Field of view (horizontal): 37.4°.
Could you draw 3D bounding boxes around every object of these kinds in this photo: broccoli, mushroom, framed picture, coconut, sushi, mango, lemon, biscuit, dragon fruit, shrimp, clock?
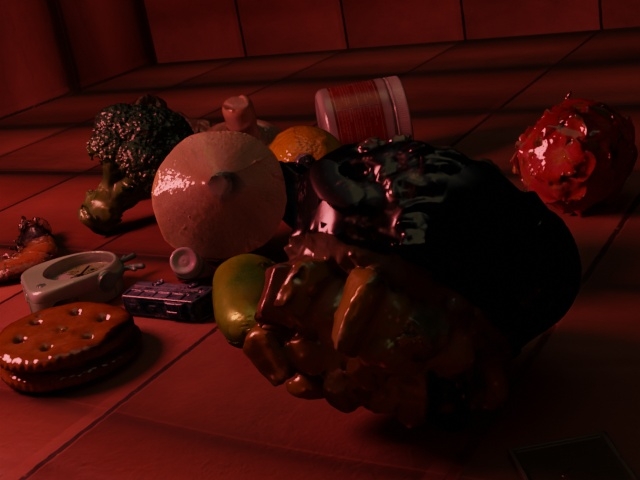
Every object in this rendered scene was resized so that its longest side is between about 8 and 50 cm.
[{"bbox_3d":[-0.390,-0.156,2.000,0.297,0.297,0.297,-44,16,12],"label":"broccoli"},{"bbox_3d":[-0.177,-0.228,2.163,0.206,0.209,0.206,-12,12,3],"label":"mushroom"},{"bbox_3d":[0.262,0.243,0.958,0.109,0.011,0.149,-11,20,-1],"label":"framed picture"},{"bbox_3d":[-0.178,-0.077,1.664,0.239,0.239,0.244,-13,-1,-7],"label":"coconut"},{"bbox_3d":[0.102,0.074,1.085,0.328,0.328,0.285,11,65,34],"label":"sushi"},{"bbox_3d":[-0.097,0.092,1.398,0.125,0.111,0.233,-17,22,-6],"label":"mango"},{"bbox_3d":[-0.029,-0.146,1.908,0.180,0.180,0.193,-10,-1,1],"label":"lemon"},{"bbox_3d":[-0.381,0.155,1.428,0.220,0.066,0.220,-8,20,3],"label":"biscuit"},{"bbox_3d":[0.459,-0.155,1.675,0.205,0.210,0.268,-30,9,38],"label":"dragon fruit"},{"bbox_3d":[-0.644,0.023,1.928,0.222,0.054,0.290,-14,24,-9],"label":"shrimp"},{"bbox_3d":[-0.416,0.071,1.673,0.211,0.066,0.159,-16,21,-17],"label":"clock"}]

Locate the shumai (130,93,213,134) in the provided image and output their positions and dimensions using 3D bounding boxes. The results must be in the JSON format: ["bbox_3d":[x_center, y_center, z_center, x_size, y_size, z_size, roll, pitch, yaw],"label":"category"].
[{"bbox_3d":[-0.364,-0.202,2.323,0.283,0.217,0.346,19,31,-12],"label":"shumai"}]

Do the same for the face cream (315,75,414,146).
[{"bbox_3d":[0.095,-0.250,2.090,0.187,0.201,0.201,-11,20,-3],"label":"face cream"}]

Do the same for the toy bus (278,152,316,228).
[{"bbox_3d":[0.047,-0.087,1.731,0.234,0.133,0.116,-4,17,-20],"label":"toy bus"}]

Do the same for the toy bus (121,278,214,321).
[{"bbox_3d":[-0.245,0.099,1.543,0.166,0.047,0.065,2,26,32],"label":"toy bus"}]

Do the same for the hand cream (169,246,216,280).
[{"bbox_3d":[-0.216,0.049,1.597,0.076,0.047,0.174,-10,-11,-2],"label":"hand cream"}]
